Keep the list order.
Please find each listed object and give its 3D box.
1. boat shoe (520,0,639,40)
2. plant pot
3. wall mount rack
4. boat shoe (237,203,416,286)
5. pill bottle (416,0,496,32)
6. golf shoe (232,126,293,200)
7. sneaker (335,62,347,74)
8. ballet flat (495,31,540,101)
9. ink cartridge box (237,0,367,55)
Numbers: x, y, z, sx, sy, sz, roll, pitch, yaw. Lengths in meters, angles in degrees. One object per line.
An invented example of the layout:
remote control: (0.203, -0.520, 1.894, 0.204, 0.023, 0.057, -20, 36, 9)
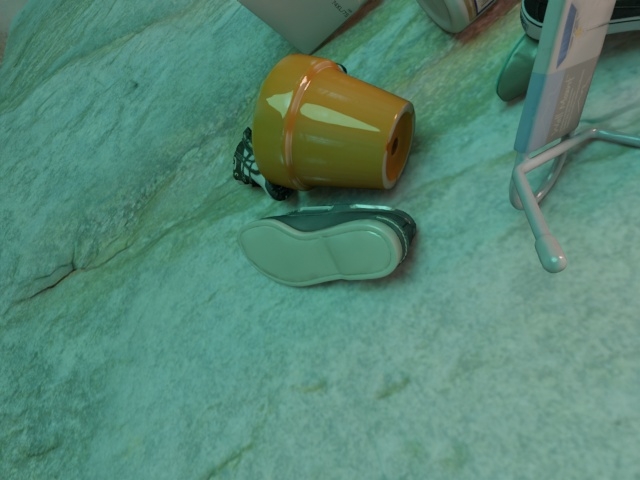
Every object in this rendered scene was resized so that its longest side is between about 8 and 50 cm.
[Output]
boat shoe: (0.393, -0.312, 0.488, 0.307, 0.105, 0.113, -1, 80, 15)
plant pot: (0.032, -0.160, 0.665, 0.188, 0.205, 0.205, 20, 81, 23)
wall mount rack: (0.250, -0.144, 0.391, 0.304, 0.349, 0.131, -28, 42, -31)
boat shoe: (0.000, 0.000, 0.688, 0.320, 0.116, 0.099, -2, 26, 41)
pill bottle: (0.264, -0.459, 0.653, 0.265, 0.153, 0.153, -40, 53, 13)
golf shoe: (-0.112, -0.123, 0.821, 0.094, 0.077, 0.198, -48, 44, 21)
sneaker: (-0.021, -0.244, 0.814, 0.191, 0.071, 0.082, -35, 60, 27)
ballet flat: (0.320, -0.273, 0.582, 0.213, 0.072, 0.068, -53, 45, 2)
ink cartridge box: (-0.046, -0.559, 0.859, 0.197, 0.198, 0.269, -32, 56, 31)
